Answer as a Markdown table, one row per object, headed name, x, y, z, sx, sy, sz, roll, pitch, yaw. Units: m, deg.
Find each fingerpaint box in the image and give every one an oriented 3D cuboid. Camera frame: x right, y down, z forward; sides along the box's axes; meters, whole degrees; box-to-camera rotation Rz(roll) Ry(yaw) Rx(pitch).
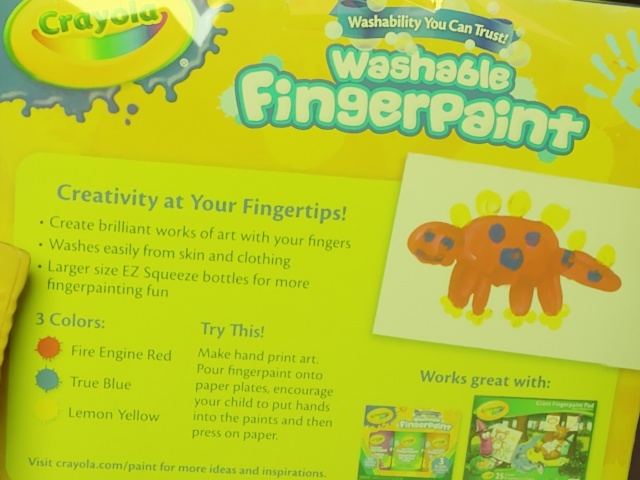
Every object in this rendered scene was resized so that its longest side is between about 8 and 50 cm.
| name | x | y | z | sx | sy | sz | roll | pitch | yaw |
| --- | --- | --- | --- | --- | --- | --- | --- | --- | --- |
| fingerpaint box | 0.000 | 0.000 | 0.752 | 0.444 | 0.163 | 0.371 | 4 | 102 | -8 |

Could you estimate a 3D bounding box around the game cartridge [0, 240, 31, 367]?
| name | x | y | z | sx | sy | sz | roll | pitch | yaw |
| --- | --- | --- | --- | --- | --- | --- | --- | --- | --- |
| game cartridge | -0.321 | 0.146 | 0.647 | 0.285 | 0.052 | 0.324 | 5 | 75 | 33 |
